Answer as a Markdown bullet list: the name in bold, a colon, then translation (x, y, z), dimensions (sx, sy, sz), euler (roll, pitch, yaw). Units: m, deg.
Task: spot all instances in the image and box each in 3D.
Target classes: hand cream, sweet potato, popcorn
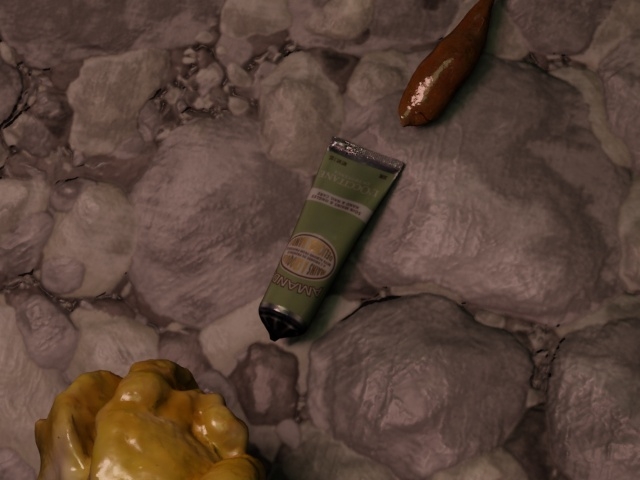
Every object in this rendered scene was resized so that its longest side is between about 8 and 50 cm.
- **hand cream**: translation (0.000, 0.000, 1.758), dimensions (0.086, 0.055, 0.235), euler (23, 73, 15)
- **sweet potato**: translation (0.145, -0.198, 1.781), dimensions (0.056, 0.056, 0.195), euler (33, 79, 19)
- **popcorn**: translation (-0.161, 0.274, 1.618), dimensions (0.316, 0.281, 0.297), euler (45, 129, 39)
